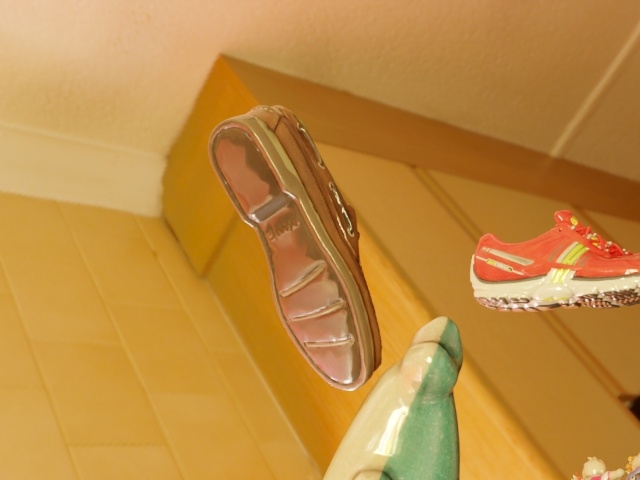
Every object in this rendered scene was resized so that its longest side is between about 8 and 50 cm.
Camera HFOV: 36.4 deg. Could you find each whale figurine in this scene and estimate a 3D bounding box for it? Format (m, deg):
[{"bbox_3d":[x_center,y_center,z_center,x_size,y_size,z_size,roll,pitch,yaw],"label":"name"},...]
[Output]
[{"bbox_3d":[0.093,0.215,0.975,0.272,0.141,0.216,-67,-8,19],"label":"whale figurine"}]

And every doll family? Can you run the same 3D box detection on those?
[{"bbox_3d":[0.487,0.348,1.416,0.263,0.118,0.163,-41,6,32],"label":"doll family"}]

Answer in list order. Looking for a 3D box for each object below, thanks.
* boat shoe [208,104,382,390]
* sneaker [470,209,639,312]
[{"bbox_3d":[0.000,0.000,1.014,0.110,0.307,0.104,-18,7,41],"label":"boat shoe"},{"bbox_3d":[0.318,0.019,1.183,0.279,0.118,0.107,-4,-14,20],"label":"sneaker"}]
